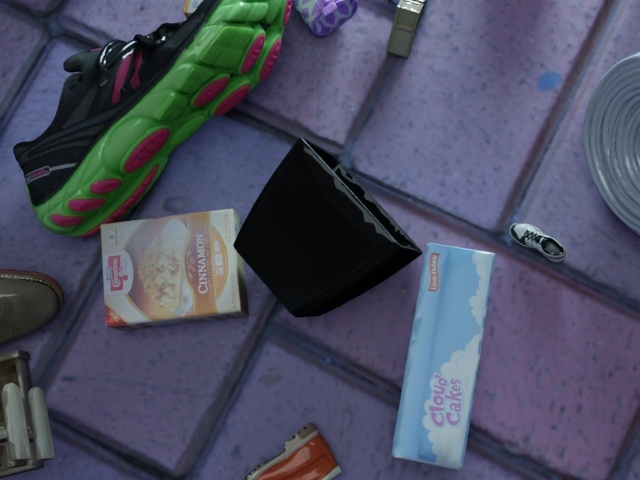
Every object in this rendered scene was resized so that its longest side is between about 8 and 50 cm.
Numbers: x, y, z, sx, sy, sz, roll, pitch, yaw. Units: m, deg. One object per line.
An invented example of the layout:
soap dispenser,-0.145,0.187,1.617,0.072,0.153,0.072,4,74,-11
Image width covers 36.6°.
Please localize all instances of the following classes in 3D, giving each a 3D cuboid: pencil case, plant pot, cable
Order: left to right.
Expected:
pencil case,-0.029,-0.394,1.390,0.086,0.088,0.206,-35,78,-1
plant pot,0.000,0.000,1.263,0.167,0.188,0.187,-44,78,7
cable,0.445,-0.121,1.207,0.089,0.257,0.257,-14,82,-26

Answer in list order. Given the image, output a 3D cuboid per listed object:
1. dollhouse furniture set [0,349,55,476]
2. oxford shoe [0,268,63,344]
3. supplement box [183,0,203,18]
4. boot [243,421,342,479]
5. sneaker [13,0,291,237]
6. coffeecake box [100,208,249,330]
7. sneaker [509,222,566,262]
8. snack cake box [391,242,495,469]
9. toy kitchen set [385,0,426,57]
dollhouse furniture set,-0.452,0.220,1.221,0.212,0.242,0.161,-14,77,2
oxford shoe,-0.508,0.137,1.271,0.348,0.123,0.130,-17,37,-10
supplement box,-0.142,-0.328,1.400,0.098,0.062,0.036,7,77,6
boot,-0.048,0.318,1.258,0.158,0.059,0.085,-38,82,-4
sneaker,-0.238,-0.221,1.307,0.483,0.185,0.202,-43,73,4
coffeecake box,-0.199,0.041,1.324,0.185,0.068,0.142,-7,78,5
sneaker,0.294,-0.002,1.302,0.083,0.037,0.032,29,84,12
snack cake box,0.155,0.149,1.224,0.089,0.152,0.264,9,79,7
toy kitchen set,0.110,-0.323,1.391,0.068,0.075,0.083,18,41,6
